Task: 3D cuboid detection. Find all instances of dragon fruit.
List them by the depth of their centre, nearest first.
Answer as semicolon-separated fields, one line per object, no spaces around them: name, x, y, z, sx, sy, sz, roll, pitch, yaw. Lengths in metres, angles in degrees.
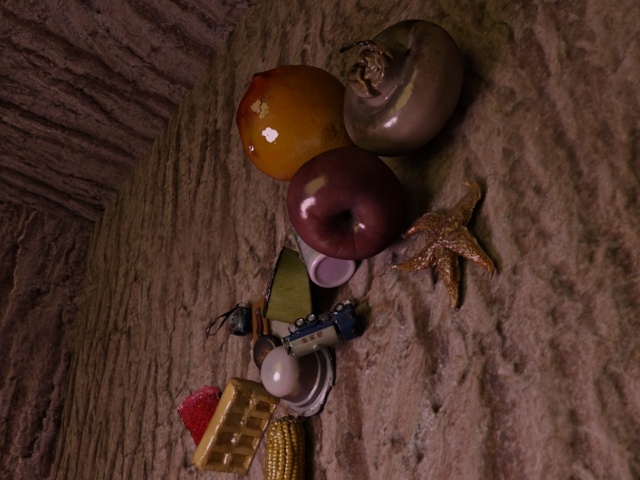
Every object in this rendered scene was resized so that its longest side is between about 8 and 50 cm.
dragon fruit;-0.308;0.541;2.035;0.161;0.126;0.274;-57;36;-1

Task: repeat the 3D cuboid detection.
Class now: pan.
pan;-0.170;0.294;2.000;0.115;0.040;0.212;-41;55;30

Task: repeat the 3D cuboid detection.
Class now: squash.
squash;-0.082;0.123;1.871;0.220;0.133;0.220;-171;90;-88

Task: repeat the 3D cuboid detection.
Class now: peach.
peach;-0.070;-0.347;1.990;0.373;0.372;0.290;-51;32;26

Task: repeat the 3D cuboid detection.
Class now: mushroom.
mushroom;0.179;-0.395;1.697;0.362;0.294;0.362;-32;47;42

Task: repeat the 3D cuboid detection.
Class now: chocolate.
chocolate;-0.080;0.354;1.755;0.221;0.147;0.221;-15;70;48

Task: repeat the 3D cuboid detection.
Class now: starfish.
starfish;0.278;0.017;1.512;0.299;0.060;0.302;-50;36;23

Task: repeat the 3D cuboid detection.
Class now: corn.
corn;-0.088;0.585;1.670;0.115;0.115;0.318;-36;44;41

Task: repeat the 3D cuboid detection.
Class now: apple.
apple;0.066;-0.098;1.669;0.306;0.305;0.235;-52;22;24

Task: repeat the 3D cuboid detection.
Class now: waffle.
waffle;-0.232;0.523;1.875;0.057;0.168;0.274;27;93;53

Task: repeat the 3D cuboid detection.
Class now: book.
book;-0.119;0.221;2.030;0.295;0.020;0.208;-39;42;38

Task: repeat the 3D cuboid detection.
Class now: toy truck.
toy truck;0.001;0.230;1.694;0.201;0.074;0.088;-21;40;0

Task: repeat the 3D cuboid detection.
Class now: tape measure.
tape measure;-0.303;0.256;2.156;0.107;0.179;0.104;-22;70;49

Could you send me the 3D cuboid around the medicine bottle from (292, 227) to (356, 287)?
medicine bottle;0.000;0.000;1.881;0.133;0.133;0.274;-54;33;22

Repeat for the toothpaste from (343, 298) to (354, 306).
toothpaste;0.033;0.231;1.784;0.190;0.031;0.048;-56;39;24
